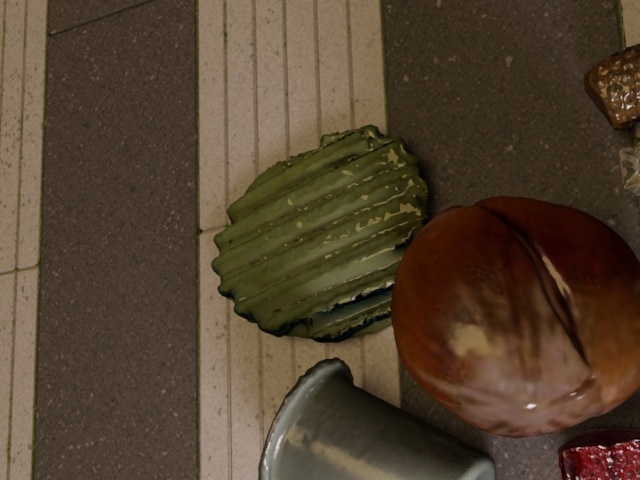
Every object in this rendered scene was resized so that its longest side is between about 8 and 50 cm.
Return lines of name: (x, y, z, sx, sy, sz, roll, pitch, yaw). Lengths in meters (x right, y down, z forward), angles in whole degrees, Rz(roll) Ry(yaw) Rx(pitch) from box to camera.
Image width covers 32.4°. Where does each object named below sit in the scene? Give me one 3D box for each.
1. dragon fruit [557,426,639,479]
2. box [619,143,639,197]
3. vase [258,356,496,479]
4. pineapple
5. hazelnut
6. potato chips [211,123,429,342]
dragon fruit: (0.389, 0.306, 1.489, 0.147, 0.096, 0.102, 0, 88, 2)
box: (0.454, -0.093, 1.529, 0.045, 0.098, 0.062, -14, 69, 35)
vase: (0.094, 0.329, 1.594, 0.291, 0.245, 0.245, 20, 89, 28)
pineapple: (0.489, -0.261, 1.550, 0.237, 0.111, 0.119, -34, 94, 12)
hazelnut: (0.268, 0.108, 1.461, 0.372, 0.372, 0.315, 20, 127, 34)
potato chips: (0.000, 0.000, 1.821, 0.429, 0.070, 0.358, -24, 64, 25)
